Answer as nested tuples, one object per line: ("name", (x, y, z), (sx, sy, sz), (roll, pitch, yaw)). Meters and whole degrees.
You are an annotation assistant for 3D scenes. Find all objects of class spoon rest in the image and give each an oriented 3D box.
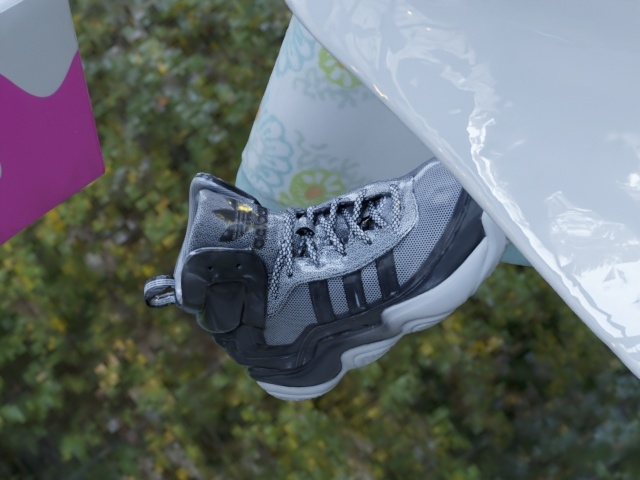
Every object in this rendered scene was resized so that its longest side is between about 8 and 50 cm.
("spoon rest", (0.064, -0.049, 0.376), (0.084, 0.137, 0.276), (-10, 34, -28))

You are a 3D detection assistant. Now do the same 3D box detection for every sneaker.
("sneaker", (0.000, 0.000, 0.945), (0.268, 0.153, 0.101), (-41, 33, 36))

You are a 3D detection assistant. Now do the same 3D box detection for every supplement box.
("supplement box", (-0.230, -0.077, 0.747), (0.220, 0.111, 0.114), (13, 37, 31))

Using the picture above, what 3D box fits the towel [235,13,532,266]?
("towel", (0.151, -0.119, 1.139), (0.090, 0.375, 0.320), (-99, 23, -44))
